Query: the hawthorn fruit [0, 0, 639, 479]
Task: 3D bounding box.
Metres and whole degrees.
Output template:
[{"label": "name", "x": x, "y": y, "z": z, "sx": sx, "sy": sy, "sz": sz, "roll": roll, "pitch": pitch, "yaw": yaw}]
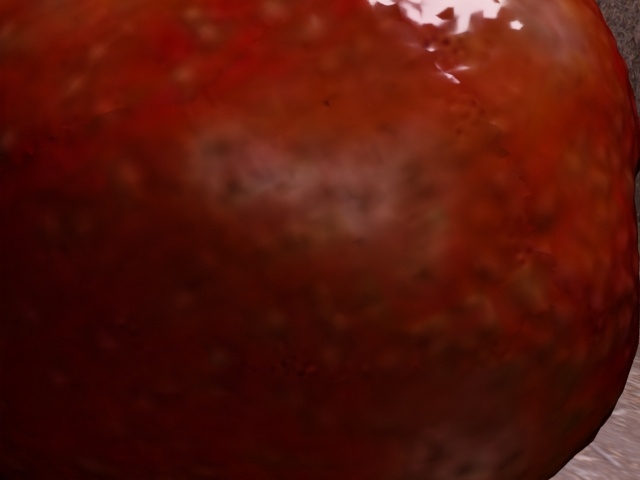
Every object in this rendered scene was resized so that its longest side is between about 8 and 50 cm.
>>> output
[{"label": "hawthorn fruit", "x": -0.058, "y": -0.015, "z": 0.516, "sx": 0.369, "sy": 0.284, "sz": 0.285, "roll": 4, "pitch": 10, "yaw": -15}]
